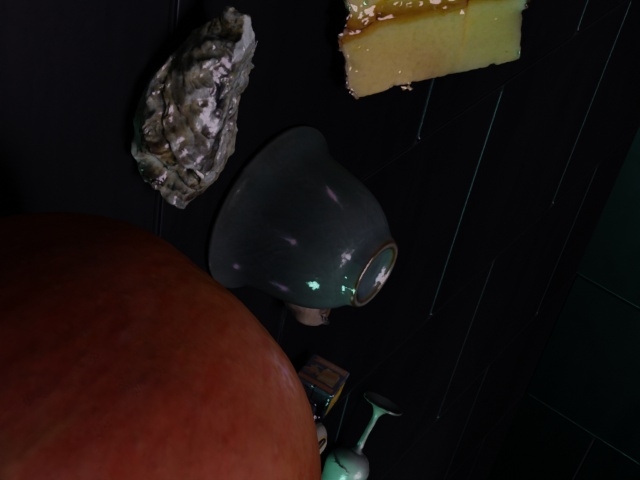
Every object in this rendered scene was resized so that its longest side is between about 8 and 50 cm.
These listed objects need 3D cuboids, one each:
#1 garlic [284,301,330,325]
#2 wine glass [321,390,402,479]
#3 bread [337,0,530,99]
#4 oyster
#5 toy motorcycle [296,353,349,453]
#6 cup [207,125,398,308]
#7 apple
[{"bbox_3d":[-0.011,0.046,1.229,0.152,0.066,0.084,100,4,-49],"label":"garlic"},{"bbox_3d":[0.062,0.362,1.743,0.196,0.079,0.079,-63,157,8],"label":"wine glass"},{"bbox_3d":[0.112,-0.235,1.018,0.178,0.135,0.240,-49,158,-22],"label":"bread"},{"bbox_3d":[-0.100,-0.105,0.851,0.125,0.064,0.177,-49,158,-30],"label":"oyster"},{"bbox_3d":[-0.058,0.279,1.340,0.263,0.091,0.157,-44,156,-54],"label":"toy motorcycle"},{"bbox_3d":[0.000,0.000,1.069,0.199,0.150,0.199,-45,154,-28],"label":"cup"},{"bbox_3d":[-0.170,0.160,0.656,0.364,0.364,0.364,-45,154,-29],"label":"apple"}]
